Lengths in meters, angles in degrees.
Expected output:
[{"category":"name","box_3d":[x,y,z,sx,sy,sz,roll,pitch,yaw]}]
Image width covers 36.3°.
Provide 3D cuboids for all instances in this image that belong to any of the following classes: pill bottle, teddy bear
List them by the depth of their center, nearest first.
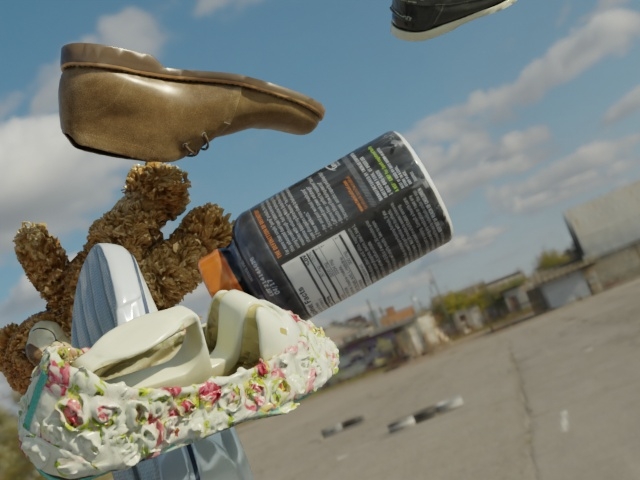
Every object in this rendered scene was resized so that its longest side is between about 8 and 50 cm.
[{"category":"pill bottle","box_3d":[0.000,0.000,0.993,0.246,0.130,0.130,-29,-8,0]},{"category":"teddy bear","box_3d":[-0.248,0.058,1.172,0.338,0.245,0.113,-32,10,-12]}]

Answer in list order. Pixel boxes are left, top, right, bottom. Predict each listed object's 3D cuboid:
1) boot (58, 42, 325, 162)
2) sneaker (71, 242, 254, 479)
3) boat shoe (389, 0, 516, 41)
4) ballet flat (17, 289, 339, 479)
[{"category":"boot","box_3d":[-0.142,-0.135,1.097,0.305,0.115,0.112,6,-6,-22]},{"category":"sneaker","box_3d":[-0.122,0.110,0.738,0.091,0.258,0.094,9,-48,-38]},{"category":"boat shoe","box_3d":[0.187,-0.328,1.243,0.233,0.079,0.084,-27,39,-25]},{"category":"ballet flat","box_3d":[-0.068,0.072,0.582,0.091,0.077,0.241,21,24,34]}]
